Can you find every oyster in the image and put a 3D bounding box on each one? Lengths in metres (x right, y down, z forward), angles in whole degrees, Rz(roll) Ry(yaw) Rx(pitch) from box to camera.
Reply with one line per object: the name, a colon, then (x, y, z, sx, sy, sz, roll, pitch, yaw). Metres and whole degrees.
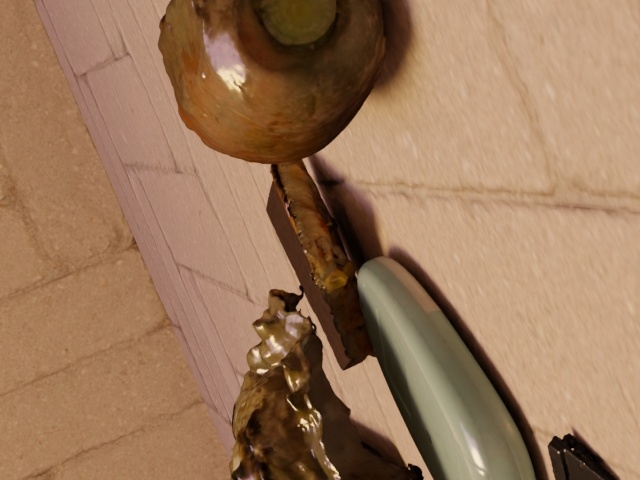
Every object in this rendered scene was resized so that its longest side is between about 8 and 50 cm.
oyster: (0.019, 0.200, 1.213, 0.198, 0.133, 0.337, 36, -158, -48)

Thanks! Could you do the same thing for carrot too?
carrot: (-0.034, -0.113, 1.056, 0.302, 0.138, 0.139, 142, 104, -86)

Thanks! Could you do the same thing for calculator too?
calculator: (0.096, 0.134, 1.152, 0.184, 0.042, 0.295, 79, 164, -49)

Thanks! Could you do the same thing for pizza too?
pizza: (0.000, 0.000, 1.272, 0.176, 0.036, 0.185, 65, -178, -75)

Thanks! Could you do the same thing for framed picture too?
framed picture: (0.000, 0.025, 1.431, 0.168, 0.023, 0.128, 64, 168, 11)

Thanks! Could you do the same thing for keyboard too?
keyboard: (0.178, 0.205, 0.995, 0.060, 0.018, 0.195, 39, 152, 52)

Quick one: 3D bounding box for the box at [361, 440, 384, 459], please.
box: (0.065, 0.331, 1.627, 0.290, 0.073, 0.289, 67, 169, -6)
